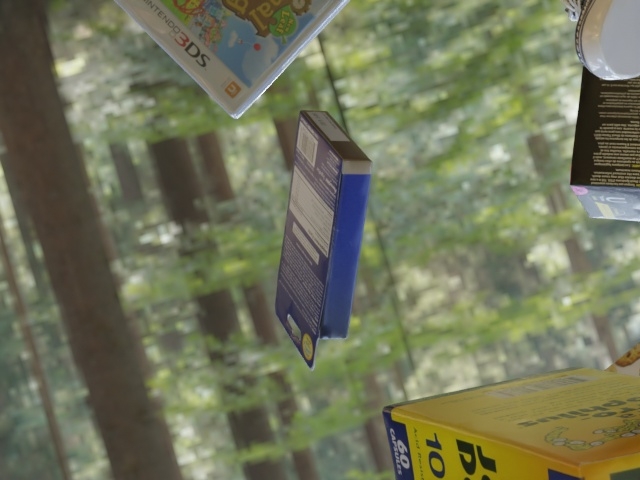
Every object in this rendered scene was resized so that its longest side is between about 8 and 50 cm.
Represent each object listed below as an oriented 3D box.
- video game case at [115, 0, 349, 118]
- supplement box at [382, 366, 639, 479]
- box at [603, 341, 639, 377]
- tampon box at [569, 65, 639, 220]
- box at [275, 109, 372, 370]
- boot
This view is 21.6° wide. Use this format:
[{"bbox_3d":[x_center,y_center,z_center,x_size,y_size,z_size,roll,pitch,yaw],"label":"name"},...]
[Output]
[{"bbox_3d":[-0.074,-0.254,1.551,0.212,0.193,0.023,-46,172,7],"label":"video game case"},{"bbox_3d":[0.209,0.219,1.274,0.195,0.194,0.356,-10,-176,-19],"label":"supplement box"},{"bbox_3d":[0.330,0.161,1.754,0.063,0.067,0.324,4,143,-41],"label":"box"},{"bbox_3d":[0.312,-0.110,1.657,0.101,0.161,0.120,4,166,20],"label":"tampon box"},{"bbox_3d":[0.000,0.000,1.647,0.036,0.225,0.136,0,-155,-20],"label":"box"},{"bbox_3d":[0.202,-0.165,1.187,0.086,0.069,0.190,-1,-153,35],"label":"boot"}]
